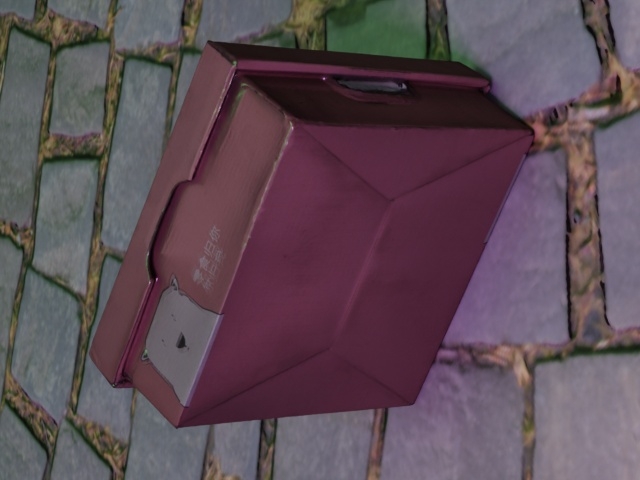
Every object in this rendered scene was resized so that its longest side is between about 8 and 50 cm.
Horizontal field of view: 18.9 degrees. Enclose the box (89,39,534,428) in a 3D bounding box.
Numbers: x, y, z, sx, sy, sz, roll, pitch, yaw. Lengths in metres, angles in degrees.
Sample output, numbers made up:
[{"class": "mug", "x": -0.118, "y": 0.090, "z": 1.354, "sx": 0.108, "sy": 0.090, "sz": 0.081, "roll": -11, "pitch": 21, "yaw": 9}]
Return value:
[{"class": "box", "x": 0.000, "y": 0.000, "z": 1.126, "sx": 0.086, "sy": 0.215, "sz": 0.215, "roll": 42, "pitch": 119, "yaw": 38}]
